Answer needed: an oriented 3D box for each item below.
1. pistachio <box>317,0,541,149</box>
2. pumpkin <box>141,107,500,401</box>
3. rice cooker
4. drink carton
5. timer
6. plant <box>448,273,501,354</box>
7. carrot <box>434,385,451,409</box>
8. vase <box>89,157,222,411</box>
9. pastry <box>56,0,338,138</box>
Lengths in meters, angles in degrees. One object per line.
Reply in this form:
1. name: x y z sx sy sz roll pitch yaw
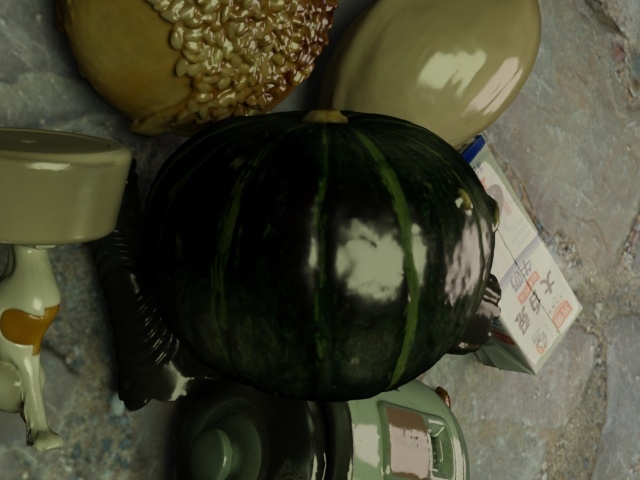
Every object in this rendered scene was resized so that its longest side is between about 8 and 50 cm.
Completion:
1. pistachio: 0.116 -0.188 1.211 0.332 0.208 0.226 -49 140 -13
2. pumpkin: 0.000 0.000 0.969 0.323 0.323 0.241 -18 119 -35
3. rice cooker: -0.007 0.240 1.112 0.317 0.264 0.316 21 59 -39
4. drink carton: 0.207 0.022 1.348 0.130 0.107 0.315 -48 120 -23
5. timer: -0.264 0.041 0.939 0.175 0.175 0.266 -3 104 -37
6. plant: 0.078 0.047 1.202 0.256 0.164 0.141 17 99 -21
7. carrot: 0.138 0.283 1.357 0.047 0.047 0.191 25 78 -36
8. vase: -0.187 0.040 1.060 0.115 0.115 0.237 -25 103 -33
9. pastry: -0.110 -0.255 1.036 0.285 0.184 0.315 3 92 -37
